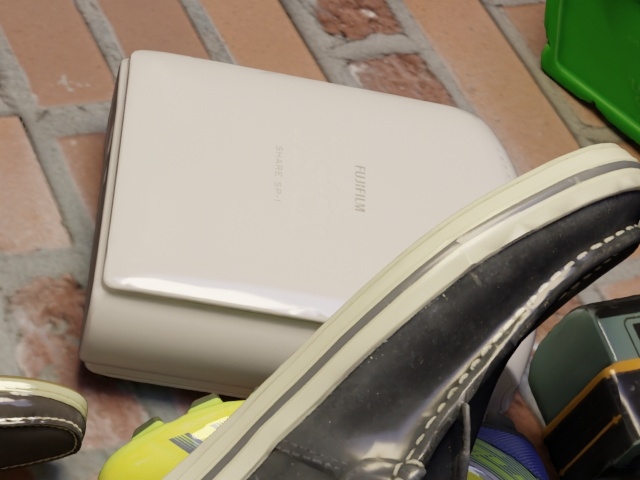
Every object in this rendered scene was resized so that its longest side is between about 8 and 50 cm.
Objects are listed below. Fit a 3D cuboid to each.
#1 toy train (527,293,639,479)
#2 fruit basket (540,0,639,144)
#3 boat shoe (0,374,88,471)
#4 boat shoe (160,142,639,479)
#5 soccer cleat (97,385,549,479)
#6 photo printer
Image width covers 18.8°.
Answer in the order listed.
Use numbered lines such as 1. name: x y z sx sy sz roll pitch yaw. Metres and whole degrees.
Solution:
1. toy train: 0.296 0.115 1.263 0.334 0.142 0.190 -9 64 -27
2. fruit basket: 0.405 -0.214 1.519 0.392 0.283 0.392 -1 51 1
3. boat shoe: -0.246 0.130 1.132 0.223 0.080 0.073 -2 53 -14
4. boat shoe: 0.013 0.144 1.046 0.156 0.187 0.500 44 77 9
5. soccer cleat: 0.011 0.160 1.172 0.289 0.093 0.121 3 44 -18
6. photo printer: 0.000 0.000 1.318 0.307 0.107 0.256 11 44 -9
